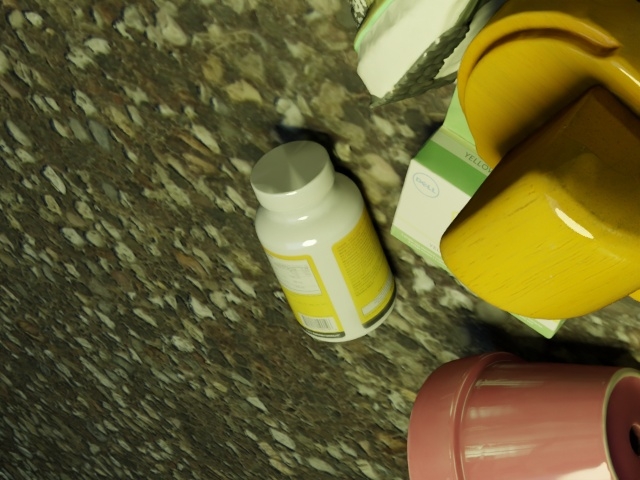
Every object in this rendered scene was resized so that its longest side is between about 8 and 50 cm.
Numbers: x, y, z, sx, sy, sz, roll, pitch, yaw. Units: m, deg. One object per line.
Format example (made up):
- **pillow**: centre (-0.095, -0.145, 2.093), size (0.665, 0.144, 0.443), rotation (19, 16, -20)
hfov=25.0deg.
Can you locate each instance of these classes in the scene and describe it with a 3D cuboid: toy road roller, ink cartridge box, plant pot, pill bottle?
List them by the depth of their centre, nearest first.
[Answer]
- **toy road roller**: centre (0.224, -0.024, 0.888), size (0.329, 0.240, 0.202), rotation (43, 152, -3)
- **ink cartridge box**: centre (0.154, -0.035, 1.157), size (0.171, 0.056, 0.235), rotation (35, 153, 13)
- **plant pot**: centre (0.206, 0.189, 1.283), size (0.180, 0.201, 0.201), rotation (-16, 120, 39)
- **pill bottle**: centre (0.000, 0.000, 1.339), size (0.103, 0.103, 0.184), rotation (16, 143, 38)

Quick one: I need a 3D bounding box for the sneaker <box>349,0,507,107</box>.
- **sneaker**: centre (0.080, -0.246, 0.879), size (0.182, 0.158, 0.410), rotation (54, 149, 12)
